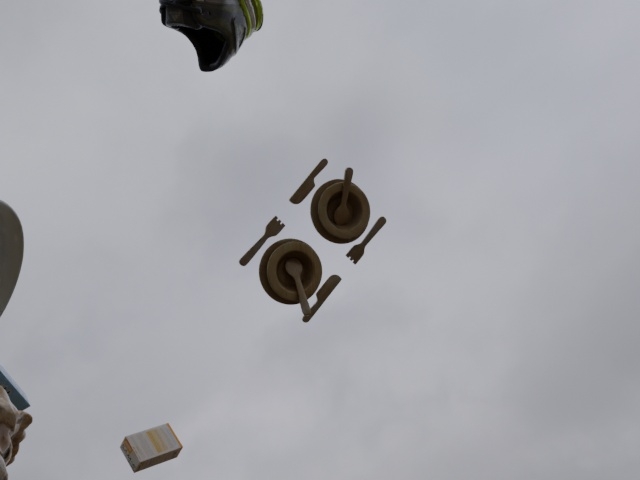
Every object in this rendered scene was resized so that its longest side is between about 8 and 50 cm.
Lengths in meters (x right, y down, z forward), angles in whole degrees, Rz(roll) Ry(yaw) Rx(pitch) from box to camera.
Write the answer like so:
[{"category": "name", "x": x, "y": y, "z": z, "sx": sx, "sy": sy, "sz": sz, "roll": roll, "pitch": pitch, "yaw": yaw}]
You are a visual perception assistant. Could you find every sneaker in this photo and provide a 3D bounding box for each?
[{"category": "sneaker", "x": -0.167, "y": -0.341, "z": 0.899, "sx": 0.111, "sy": 0.121, "sz": 0.300, "roll": 5, "pitch": -28, "yaw": 27}]

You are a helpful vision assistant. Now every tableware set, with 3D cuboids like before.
[{"category": "tableware set", "x": 0.000, "y": 0.000, "z": 0.909, "sx": 0.128, "sy": 0.194, "sz": 0.039, "roll": 43, "pitch": -19, "yaw": -14}]

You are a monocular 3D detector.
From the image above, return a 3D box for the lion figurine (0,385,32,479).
[{"category": "lion figurine", "x": -0.459, "y": 0.221, "z": 0.571, "sx": 0.392, "sy": 0.142, "sz": 0.240, "roll": -30, "pitch": -27, "yaw": -2}]

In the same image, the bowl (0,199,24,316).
[{"category": "bowl", "x": -0.560, "y": 0.051, "z": 0.959, "sx": 0.134, "sy": 0.298, "sz": 0.298, "roll": 25, "pitch": -45, "yaw": 8}]

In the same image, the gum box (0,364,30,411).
[{"category": "gum box", "x": -0.687, "y": 0.315, "z": 1.384, "sx": 0.157, "sy": 0.041, "sz": 0.184, "roll": -30, "pitch": -37, "yaw": -19}]

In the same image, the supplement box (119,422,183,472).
[{"category": "supplement box", "x": -0.321, "y": 0.394, "z": 1.334, "sx": 0.098, "sy": 0.062, "sz": 0.036, "roll": -6, "pitch": -44, "yaw": -47}]
